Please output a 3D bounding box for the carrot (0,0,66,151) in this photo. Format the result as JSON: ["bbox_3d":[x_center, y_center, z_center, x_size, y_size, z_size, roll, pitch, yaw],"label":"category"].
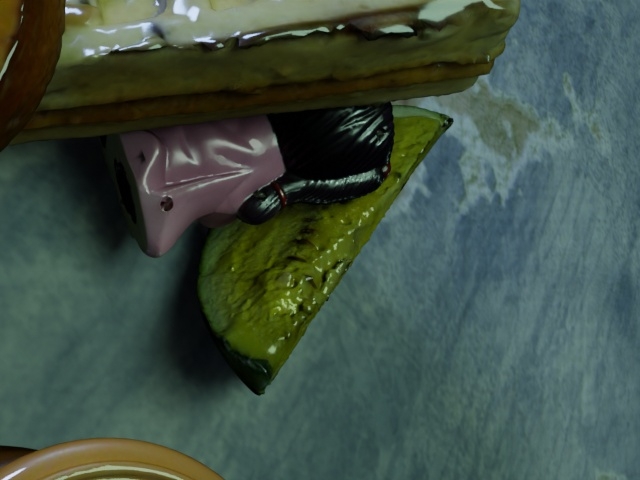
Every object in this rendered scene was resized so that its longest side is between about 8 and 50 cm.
[{"bbox_3d":[-0.262,-0.128,0.386,0.307,0.100,0.258,25,80,-11],"label":"carrot"}]

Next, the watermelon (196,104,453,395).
[{"bbox_3d":[0.000,0.000,0.703,0.123,0.129,0.301,56,49,-23],"label":"watermelon"}]

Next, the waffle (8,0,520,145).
[{"bbox_3d":[-0.094,-0.199,0.556,0.376,0.114,0.261,-9,77,-14],"label":"waffle"}]

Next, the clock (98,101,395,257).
[{"bbox_3d":[-0.057,-0.102,0.646,0.195,0.100,0.194,-16,81,-18],"label":"clock"}]

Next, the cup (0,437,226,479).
[{"bbox_3d":[-0.144,0.155,0.372,0.226,0.264,0.182,20,62,-25],"label":"cup"}]
